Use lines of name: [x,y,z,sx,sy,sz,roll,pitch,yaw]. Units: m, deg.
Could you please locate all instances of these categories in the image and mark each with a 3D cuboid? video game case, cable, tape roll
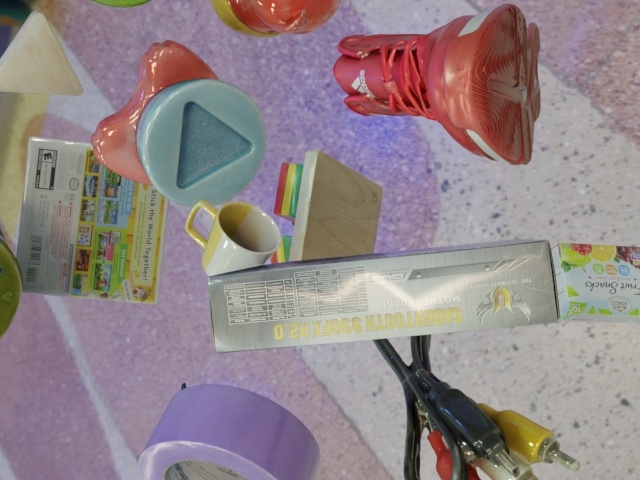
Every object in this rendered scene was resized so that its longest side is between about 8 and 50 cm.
video game case: [-0.330,-0.028,1.171,0.026,0.207,0.226,176,100,-79]
cable: [0.113,0.167,0.795,0.287,0.139,0.072,48,173,50]
tape roll: [-0.100,0.251,0.889,0.189,0.080,0.189,11,133,13]

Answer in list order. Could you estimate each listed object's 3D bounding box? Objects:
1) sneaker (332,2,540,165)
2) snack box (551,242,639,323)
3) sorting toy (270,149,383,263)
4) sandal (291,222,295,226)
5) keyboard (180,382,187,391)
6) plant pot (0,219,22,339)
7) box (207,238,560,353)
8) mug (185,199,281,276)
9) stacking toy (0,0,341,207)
sneaker: [0.059,-0.087,0.469,0.128,0.221,0.086,-1,99,20]
snack box: [0.379,0.057,1.057,0.037,0.141,0.100,123,146,-65]
sorting toy: [0.000,0.000,1.382,0.090,0.257,0.255,5,82,29]
sandal: [-0.015,-0.043,1.601,0.072,0.180,0.049,-39,92,4]
keyboard: [-0.193,0.318,1.236,0.192,0.038,0.100,-110,28,-51]
plant pot: [-0.579,0.001,1.055,0.353,0.367,0.366,36,121,36]
box: [0.051,0.037,0.609,0.231,0.183,0.056,-6,90,8]
mug: [-0.079,0.003,0.721,0.078,0.062,0.064,59,134,29]
stacking toy: [-0.135,-0.192,0.759,0.130,0.280,0.308,36,103,53]
